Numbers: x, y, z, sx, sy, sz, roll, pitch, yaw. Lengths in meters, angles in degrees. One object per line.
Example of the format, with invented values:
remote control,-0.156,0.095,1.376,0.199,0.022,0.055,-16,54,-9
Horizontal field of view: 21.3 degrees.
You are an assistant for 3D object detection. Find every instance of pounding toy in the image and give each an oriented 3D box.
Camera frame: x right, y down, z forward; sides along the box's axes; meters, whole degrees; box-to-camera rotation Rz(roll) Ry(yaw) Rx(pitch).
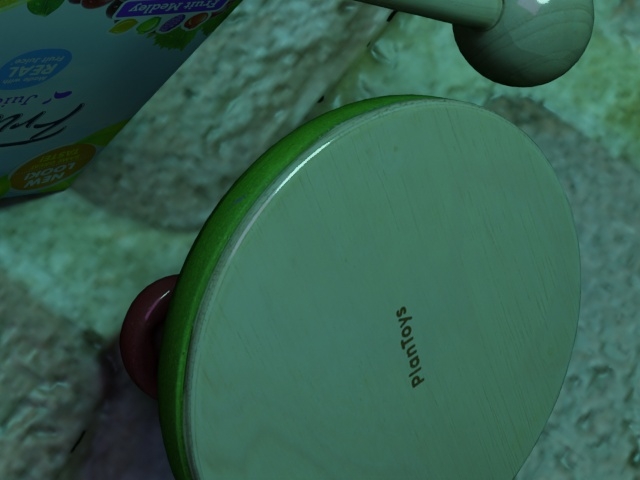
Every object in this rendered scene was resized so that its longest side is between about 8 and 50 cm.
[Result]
pounding toy,0.000,0.000,0.637,0.183,0.110,0.237,-2,106,-39

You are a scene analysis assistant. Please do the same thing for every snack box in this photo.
snack box,-0.140,-0.075,0.578,0.207,0.174,0.070,-8,67,-44
